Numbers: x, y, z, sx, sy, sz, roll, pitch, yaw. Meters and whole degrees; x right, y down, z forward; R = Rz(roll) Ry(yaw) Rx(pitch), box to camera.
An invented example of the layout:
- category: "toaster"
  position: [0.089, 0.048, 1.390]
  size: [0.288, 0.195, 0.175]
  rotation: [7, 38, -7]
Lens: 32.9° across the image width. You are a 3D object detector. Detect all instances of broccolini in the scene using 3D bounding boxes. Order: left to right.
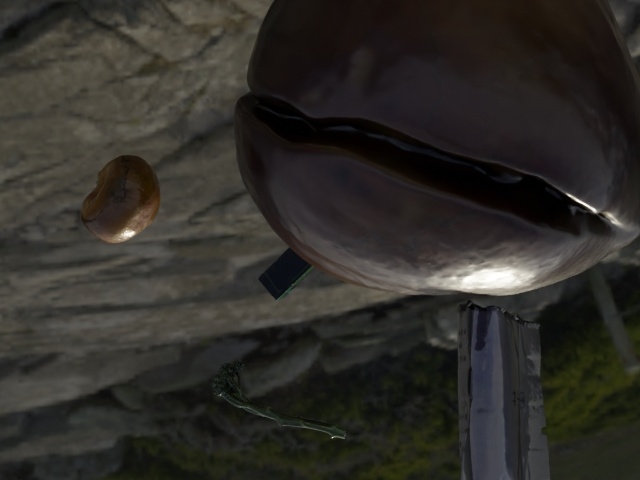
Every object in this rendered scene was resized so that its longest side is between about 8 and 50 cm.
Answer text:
- category: "broccolini"
  position: [-0.061, 0.212, 1.353]
  size: [0.052, 0.194, 0.054]
  rotation: [-41, 149, -46]

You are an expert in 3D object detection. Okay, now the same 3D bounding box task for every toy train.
- category: "toy train"
  position: [0.000, 0.000, 1.540]
  size: [0.209, 0.044, 0.042]
  rotation: [-44, 170, 19]

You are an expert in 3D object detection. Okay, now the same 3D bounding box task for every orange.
- category: "orange"
  position: [-0.183, -0.037, 1.020]
  size: [0.062, 0.086, 0.086]
  rotation: [29, 142, -23]

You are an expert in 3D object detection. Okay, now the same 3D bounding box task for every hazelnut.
- category: "hazelnut"
  position: [0.120, -0.137, 1.030]
  size: [0.402, 0.402, 0.429]
  rotation: [-15, 176, 12]

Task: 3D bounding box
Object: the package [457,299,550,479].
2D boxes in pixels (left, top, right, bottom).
- category: "package"
  position: [0.205, 0.180, 1.250]
  size: [0.062, 0.203, 0.251]
  rotation: [-4, 168, 30]
